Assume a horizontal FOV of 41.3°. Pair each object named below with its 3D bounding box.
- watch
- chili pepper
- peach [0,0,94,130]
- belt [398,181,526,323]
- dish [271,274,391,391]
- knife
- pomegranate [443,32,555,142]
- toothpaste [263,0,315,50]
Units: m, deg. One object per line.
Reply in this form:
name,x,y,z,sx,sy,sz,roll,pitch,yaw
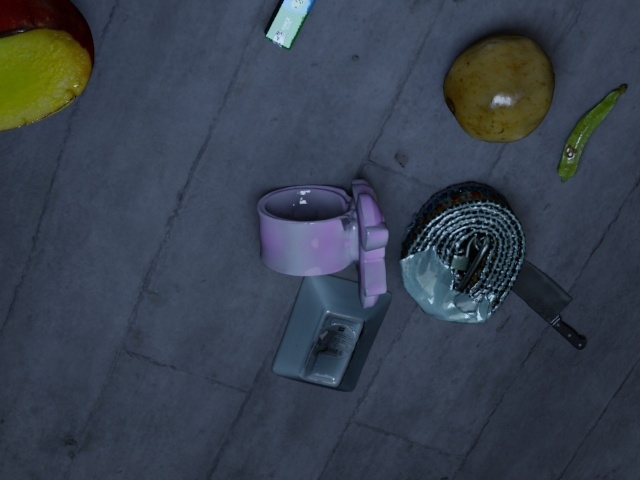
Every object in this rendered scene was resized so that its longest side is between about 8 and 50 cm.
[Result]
watch,0.000,0.000,1.479,0.217,0.248,0.211,-3,115,0
chili pepper,0.483,-0.197,1.543,0.048,0.043,0.208,28,109,-2
peach,-0.491,-0.306,1.305,0.274,0.248,0.245,-17,92,-2
belt,0.255,0.025,1.564,0.207,0.150,0.258,26,109,-6
dish,0.023,0.197,1.660,0.181,0.080,0.243,16,111,-11
knife,0.462,0.127,1.698,0.245,0.019,0.072,41,104,-18
pomegranate,0.312,-0.256,1.429,0.196,0.196,0.196,-2,114,-4
toothpaste,-0.012,-0.443,1.379,0.050,0.065,0.267,24,110,-18
